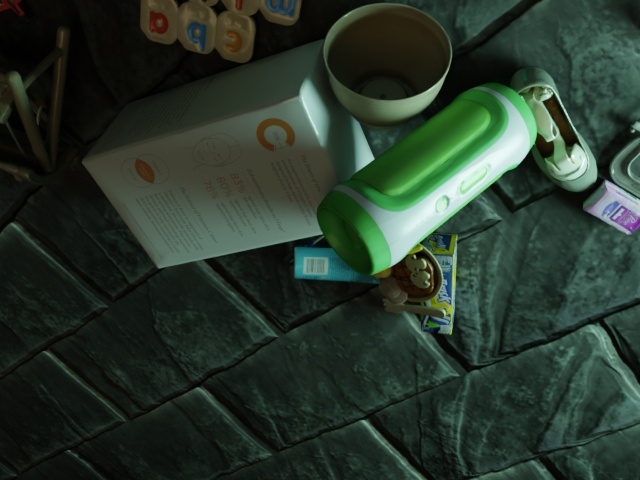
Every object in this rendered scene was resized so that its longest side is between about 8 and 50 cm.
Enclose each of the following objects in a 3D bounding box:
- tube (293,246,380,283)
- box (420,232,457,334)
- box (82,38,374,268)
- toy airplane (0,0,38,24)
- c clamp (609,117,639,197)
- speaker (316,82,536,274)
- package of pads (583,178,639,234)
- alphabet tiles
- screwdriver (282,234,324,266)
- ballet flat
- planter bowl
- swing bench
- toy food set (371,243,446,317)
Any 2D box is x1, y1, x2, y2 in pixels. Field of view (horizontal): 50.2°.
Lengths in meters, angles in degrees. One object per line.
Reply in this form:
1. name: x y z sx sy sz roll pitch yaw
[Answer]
1. tube: 0.058 0.042 1.142 0.207 0.052 0.080 3 131 -4
2. box: 0.194 0.073 1.126 0.054 0.059 0.169 5 126 14
3. box: -0.124 -0.117 0.998 0.345 0.168 0.215 -11 127 22
4. toy airplane: -0.470 -0.386 0.995 0.151 0.028 0.151 11 129 14
5. c clamp: 0.479 -0.109 0.942 0.160 0.022 0.137 34 126 -9
6. speaker: 0.140 -0.083 0.884 0.131 0.296 0.131 45 160 22
7. package of pads: 0.430 -0.047 0.994 0.083 0.032 0.050 29 130 -6
8. alphabet tiles: -0.154 -0.387 0.913 0.284 0.021 0.278 15 125 4
9. screwdriver: 0.000 0.000 1.151 0.170 0.024 0.025 -30 83 29
10. ballet flat: 0.318 -0.137 0.937 0.072 0.068 0.213 -24 116 27
11. planter bowl: 0.084 -0.215 0.904 0.162 0.162 0.109 12 154 7
12. swing bench: -0.524 -0.217 1.032 0.253 0.165 0.255 19 134 1
13. toy food set: 0.128 0.051 1.077 0.132 0.038 0.192 5 125 33
